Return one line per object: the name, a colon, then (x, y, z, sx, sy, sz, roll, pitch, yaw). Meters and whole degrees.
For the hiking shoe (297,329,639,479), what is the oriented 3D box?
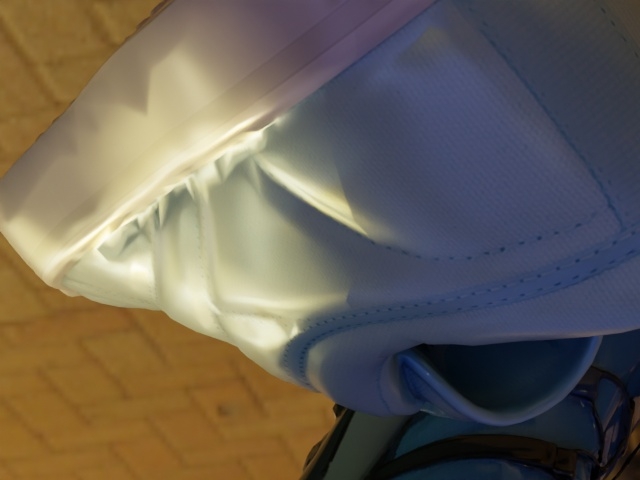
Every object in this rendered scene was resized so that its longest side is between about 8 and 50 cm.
hiking shoe: (0.046, 0.109, 0.575, 0.304, 0.132, 0.113, -37, 143, -26)

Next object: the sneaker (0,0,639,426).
sneaker: (0.000, 0.000, 0.534, 0.135, 0.150, 0.366, -37, -177, -14)
